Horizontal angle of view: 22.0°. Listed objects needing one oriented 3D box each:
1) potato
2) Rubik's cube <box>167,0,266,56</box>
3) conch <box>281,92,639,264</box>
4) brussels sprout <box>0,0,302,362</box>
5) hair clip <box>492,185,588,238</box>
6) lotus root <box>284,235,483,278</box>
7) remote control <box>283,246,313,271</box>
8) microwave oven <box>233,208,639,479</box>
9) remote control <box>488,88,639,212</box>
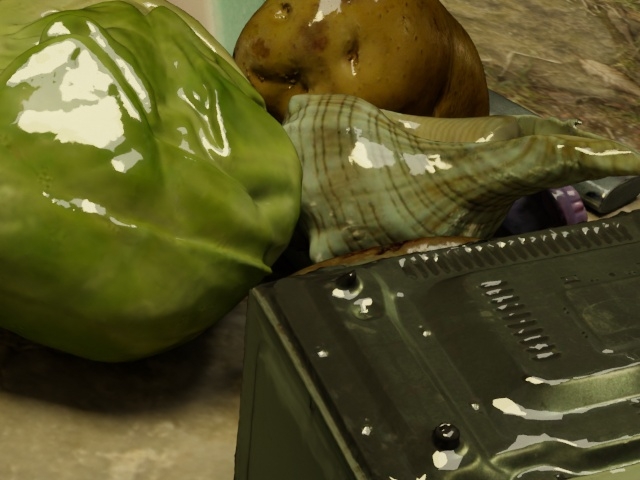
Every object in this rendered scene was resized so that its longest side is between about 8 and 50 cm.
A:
[{"bbox_3d":[0.061,-0.147,1.563,0.369,0.176,0.196,14,55,-59],"label":"potato"},{"bbox_3d":[-0.135,-0.347,1.649,0.318,0.316,0.322,4,18,37],"label":"Rubik's cube"},{"bbox_3d":[0.079,-0.037,1.364,0.386,0.170,0.203,9,30,17],"label":"conch"},{"bbox_3d":[-0.161,-0.051,1.244,0.328,0.247,0.328,37,31,-27],"label":"brussels sprout"},{"bbox_3d":[0.174,-0.024,1.440,0.090,0.137,0.278,-21,29,-23],"label":"hair clip"},{"bbox_3d":[0.061,0.068,1.259,0.241,0.123,0.124,-9,32,-12],"label":"lotus root"},{"bbox_3d":[-0.001,0.000,1.473,0.090,0.038,0.309,-3,33,-31],"label":"remote control"},{"bbox_3d":[0.152,0.130,1.034,0.355,0.218,0.286,-10,41,-19],"label":"microwave oven"},{"bbox_3d":[0.177,-0.137,1.812,0.377,0.044,0.107,31,27,27],"label":"remote control"}]
